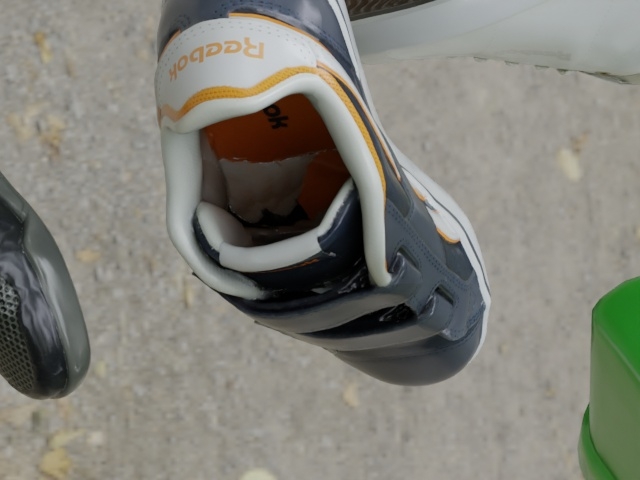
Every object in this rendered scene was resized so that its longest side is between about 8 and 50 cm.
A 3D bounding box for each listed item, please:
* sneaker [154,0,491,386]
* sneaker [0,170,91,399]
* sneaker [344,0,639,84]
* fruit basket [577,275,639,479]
[{"bbox_3d":[0.000,0.000,0.766,0.127,0.126,0.321,-85,153,-43],"label":"sneaker"},{"bbox_3d":[-0.208,-0.003,0.690,0.130,0.087,0.227,-37,97,-39],"label":"sneaker"},{"bbox_3d":[0.123,-0.123,0.824,0.106,0.290,0.123,-78,151,-46],"label":"sneaker"},{"bbox_3d":[0.281,0.165,0.603,0.392,0.283,0.392,54,4,-6],"label":"fruit basket"}]
